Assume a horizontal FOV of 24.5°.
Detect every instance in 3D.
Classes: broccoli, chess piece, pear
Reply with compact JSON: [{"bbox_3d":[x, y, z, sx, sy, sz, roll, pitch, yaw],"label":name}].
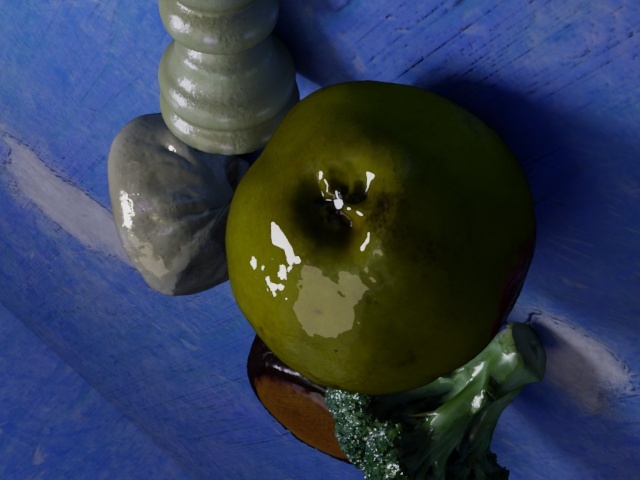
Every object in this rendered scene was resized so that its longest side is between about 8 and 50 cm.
[{"bbox_3d":[0.139,0.166,1.672,0.269,0.269,0.254,24,-164,37],"label":"broccoli"},{"bbox_3d":[-0.093,-0.213,1.406,0.144,0.144,0.251,32,151,21],"label":"chess piece"},{"bbox_3d":[0.062,0.007,1.379,0.287,0.287,0.375,35,180,14],"label":"pear"}]

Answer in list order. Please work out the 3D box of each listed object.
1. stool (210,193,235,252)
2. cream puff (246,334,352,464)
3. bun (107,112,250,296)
[{"bbox_3d":[0.000,0.000,1.627,0.232,0.141,0.232,34,157,16],"label":"stool"},{"bbox_3d":[0.022,0.175,1.898,0.239,0.165,0.239,30,154,16],"label":"cream puff"},{"bbox_3d":[-0.147,-0.050,1.737,0.133,0.231,0.231,-18,125,28],"label":"bun"}]
